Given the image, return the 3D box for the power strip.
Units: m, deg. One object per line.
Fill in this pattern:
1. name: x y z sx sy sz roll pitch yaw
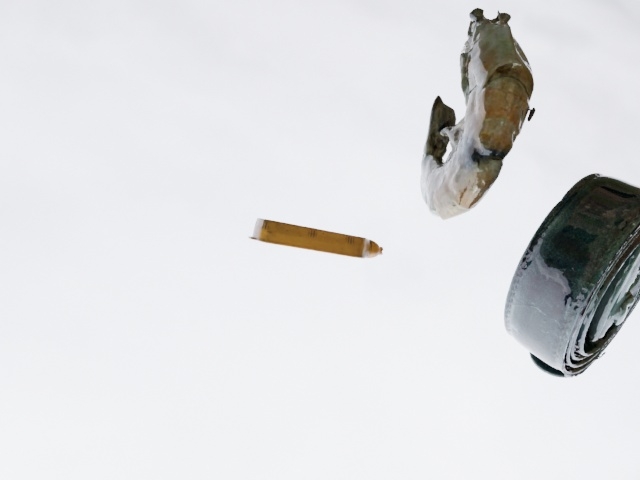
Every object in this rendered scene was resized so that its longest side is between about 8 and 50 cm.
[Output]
1. power strip: 0.000 0.000 0.612 0.178 0.028 0.049 11 -179 -21

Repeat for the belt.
1. belt: 0.322 0.051 0.611 0.207 0.267 0.116 -3 -152 -40

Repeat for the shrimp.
1. shrimp: 0.208 -0.190 0.705 0.085 0.247 0.360 18 -115 -11
